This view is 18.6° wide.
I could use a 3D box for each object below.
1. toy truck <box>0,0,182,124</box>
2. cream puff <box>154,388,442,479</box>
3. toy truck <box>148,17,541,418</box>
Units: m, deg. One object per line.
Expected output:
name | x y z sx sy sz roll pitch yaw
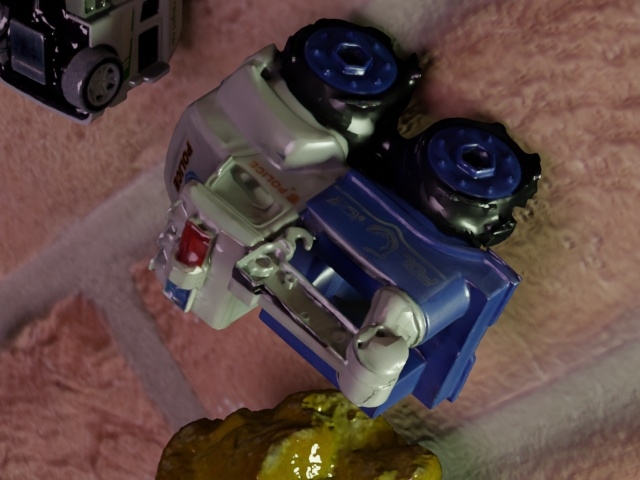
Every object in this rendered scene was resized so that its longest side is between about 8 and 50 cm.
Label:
toy truck | -0.135 -0.200 1.121 0.114 0.124 0.253 28 133 30
cream puff | -0.005 0.211 1.223 0.244 0.196 0.244 175 90 -67
toy truck | 0.000 0.000 1.074 0.213 0.177 0.161 40 137 18
